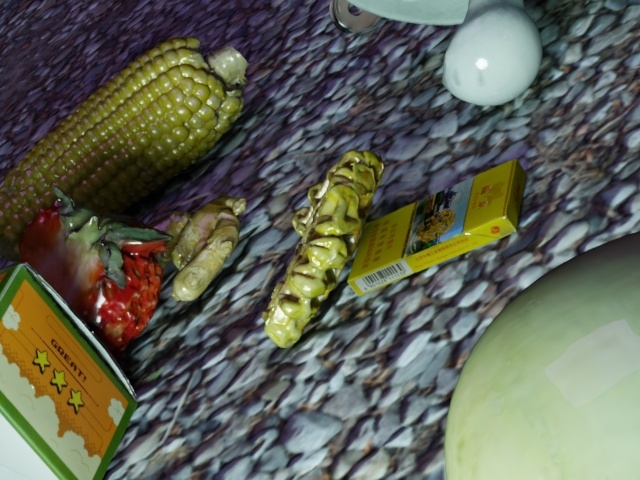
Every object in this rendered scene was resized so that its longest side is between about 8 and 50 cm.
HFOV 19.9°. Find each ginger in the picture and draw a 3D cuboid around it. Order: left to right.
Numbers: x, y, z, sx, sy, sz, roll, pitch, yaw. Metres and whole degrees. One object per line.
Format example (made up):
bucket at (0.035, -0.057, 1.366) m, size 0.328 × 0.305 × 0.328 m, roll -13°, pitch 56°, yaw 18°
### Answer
ginger at (-0.147, 0.016, 1.774) m, size 0.176 × 0.052 × 0.193 m, roll -42°, pitch 32°, yaw -9°

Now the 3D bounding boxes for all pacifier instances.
pacifier at (0.145, -0.252, 1.670) m, size 0.343 × 0.288 × 0.269 m, roll -24°, pitch 53°, yaw 35°

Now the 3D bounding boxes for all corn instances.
corn at (-0.224, -0.099, 1.988) m, size 0.347 × 0.130 × 0.130 m, roll -37°, pitch 24°, yaw 3°

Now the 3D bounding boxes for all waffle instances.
waffle at (0.003, 0.001, 1.568) m, size 0.149 × 0.051 × 0.194 m, roll -57°, pitch 10°, yaw 49°

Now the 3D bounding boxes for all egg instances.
egg at (0.207, 0.093, 0.961) m, size 0.295 × 0.218 × 0.218 m, roll -29°, pitch 23°, yaw -8°

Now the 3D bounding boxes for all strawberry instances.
strawberry at (-0.223, 0.080, 1.699) m, size 0.174 × 0.098 × 0.228 m, roll 25°, pitch 96°, yaw 47°

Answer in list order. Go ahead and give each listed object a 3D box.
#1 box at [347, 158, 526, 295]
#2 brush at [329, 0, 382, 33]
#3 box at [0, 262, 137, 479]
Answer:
box at (0.098, -0.010, 1.524) m, size 0.155 × 0.023 × 0.087 m, roll -24°, pitch 24°, yaw 27°
brush at (0.112, -0.338, 2.055) m, size 0.313 × 0.072 × 0.067 m, roll -50°, pitch 5°, yaw -20°
box at (-0.299, 0.147, 1.584) m, size 0.195 × 0.177 × 0.148 m, roll -22°, pitch 27°, yaw 31°
